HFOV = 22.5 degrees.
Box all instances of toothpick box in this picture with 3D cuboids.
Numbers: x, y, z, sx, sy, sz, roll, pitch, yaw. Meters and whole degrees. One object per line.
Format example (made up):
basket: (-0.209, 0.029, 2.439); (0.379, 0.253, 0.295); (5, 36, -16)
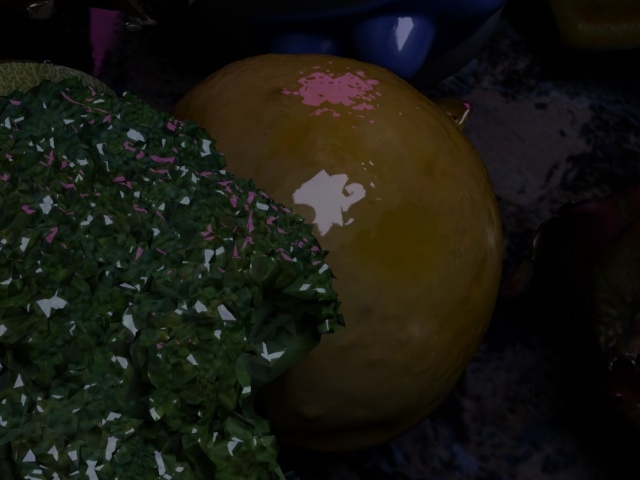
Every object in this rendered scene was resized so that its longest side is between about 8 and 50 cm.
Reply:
toothpick box: (0.046, -0.255, 1.082); (0.263, 0.263, 0.354); (23, 70, -10)

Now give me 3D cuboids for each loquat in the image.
loquat: (0.000, 0.000, 0.917); (0.244, 0.244, 0.244); (14, 51, -18)

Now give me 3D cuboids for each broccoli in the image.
broccoli: (-0.141, 0.108, 0.706); (0.413, 0.321, 0.310); (30, 47, 27)

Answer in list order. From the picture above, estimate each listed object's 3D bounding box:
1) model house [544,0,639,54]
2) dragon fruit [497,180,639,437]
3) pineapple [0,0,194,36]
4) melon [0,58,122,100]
model house: (0.216, -0.245, 1.275); (0.268, 0.173, 0.239); (-2, 66, 9)
dragon fruit: (0.317, 0.066, 1.024); (0.296, 0.314, 0.263); (-6, 74, -53)
pineapple: (-0.210, -0.290, 0.951); (0.300, 0.352, 0.352); (-2, 58, -27)
melon: (-0.170, -0.044, 0.962); (0.160, 0.079, 0.128); (-2, 56, -28)
